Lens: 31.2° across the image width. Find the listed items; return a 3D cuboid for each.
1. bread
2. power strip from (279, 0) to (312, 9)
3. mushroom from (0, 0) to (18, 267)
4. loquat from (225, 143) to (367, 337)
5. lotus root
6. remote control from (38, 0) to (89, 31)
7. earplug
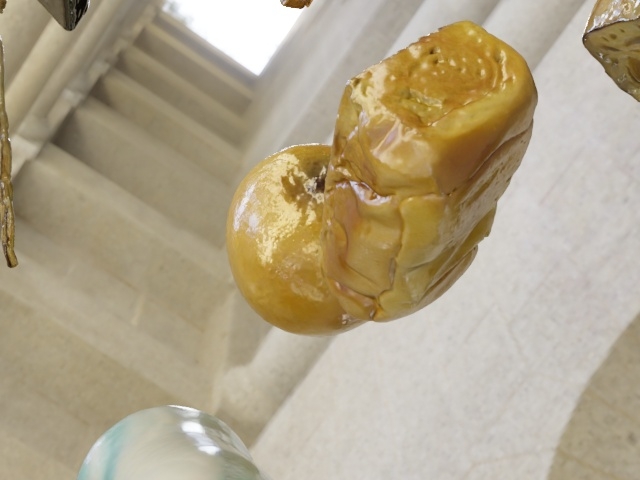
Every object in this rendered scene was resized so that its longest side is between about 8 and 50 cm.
[{"bbox_3d":[0.084,-0.046,1.006,0.132,0.167,0.294,37,152,17],"label":"bread"},{"bbox_3d":[-0.048,-0.348,1.353,0.028,0.049,0.178,-2,-120,-33],"label":"power strip"},{"bbox_3d":[-0.298,-0.097,1.072,0.025,0.286,0.028,10,-153,14],"label":"mushroom"},{"bbox_3d":[0.000,0.000,1.539,0.263,0.263,0.263,34,-166,-9],"label":"loquat"},{"bbox_3d":[0.453,-0.281,1.423,0.199,0.180,0.188,40,153,-32],"label":"lotus root"},{"bbox_3d":[-0.127,-0.190,0.500,0.063,0.025,0.245,40,151,13],"label":"remote control"},{"bbox_3d":[-0.110,0.243,0.976,0.185,0.185,0.324,33,168,-10],"label":"earplug"}]
